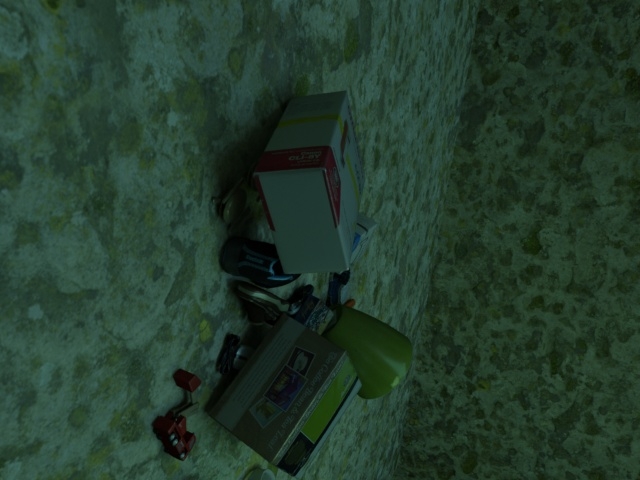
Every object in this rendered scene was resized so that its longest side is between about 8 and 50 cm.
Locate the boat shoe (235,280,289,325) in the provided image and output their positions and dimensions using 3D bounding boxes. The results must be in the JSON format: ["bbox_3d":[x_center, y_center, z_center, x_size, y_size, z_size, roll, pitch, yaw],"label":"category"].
[{"bbox_3d":[-0.154,0.180,1.391,0.095,0.095,0.257,-65,155,-8],"label":"boat shoe"}]

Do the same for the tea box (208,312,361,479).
[{"bbox_3d":[-0.078,0.435,1.460,0.329,0.220,0.323,-53,153,-20],"label":"tea box"}]

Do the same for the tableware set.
[{"bbox_3d":[-0.178,-0.124,1.231,0.194,0.039,0.128,-54,161,-28],"label":"tableware set"}]

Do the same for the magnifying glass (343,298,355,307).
[{"bbox_3d":[0.078,0.271,2.032,0.231,0.026,0.092,-22,123,-59],"label":"magnifying glass"}]

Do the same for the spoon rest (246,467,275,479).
[{"bbox_3d":[-0.212,0.790,1.599,0.276,0.137,0.084,-56,138,-66],"label":"spoon rest"}]

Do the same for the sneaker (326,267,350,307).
[{"bbox_3d":[0.071,0.156,1.908,0.083,0.071,0.190,-37,145,-63],"label":"sneaker"}]

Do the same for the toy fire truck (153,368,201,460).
[{"bbox_3d":[-0.317,0.402,1.216,0.135,0.047,0.192,-55,150,-40],"label":"toy fire truck"}]

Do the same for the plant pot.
[{"bbox_3d":[0.126,0.361,1.861,0.293,0.275,0.274,44,57,-23],"label":"plant pot"}]

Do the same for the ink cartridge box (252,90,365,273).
[{"bbox_3d":[-0.006,-0.150,1.263,0.384,0.161,0.279,-76,157,-50],"label":"ink cartridge box"}]

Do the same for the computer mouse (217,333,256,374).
[{"bbox_3d":[-0.204,0.312,1.415,0.193,0.042,0.106,39,67,-64],"label":"computer mouse"}]

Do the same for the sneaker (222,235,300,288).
[{"bbox_3d":[-0.111,0.074,1.362,0.341,0.140,0.125,14,91,-67],"label":"sneaker"}]

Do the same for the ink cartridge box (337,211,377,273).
[{"bbox_3d":[0.101,0.006,1.808,0.203,0.086,0.148,-33,150,-56],"label":"ink cartridge box"}]

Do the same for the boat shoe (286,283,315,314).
[{"bbox_3d":[-0.061,0.175,1.641,0.142,0.049,0.040,-45,142,-45],"label":"boat shoe"}]

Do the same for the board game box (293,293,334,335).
[{"bbox_3d":[-0.058,0.301,1.664,0.243,0.042,0.165,-56,153,-11],"label":"board game box"}]
